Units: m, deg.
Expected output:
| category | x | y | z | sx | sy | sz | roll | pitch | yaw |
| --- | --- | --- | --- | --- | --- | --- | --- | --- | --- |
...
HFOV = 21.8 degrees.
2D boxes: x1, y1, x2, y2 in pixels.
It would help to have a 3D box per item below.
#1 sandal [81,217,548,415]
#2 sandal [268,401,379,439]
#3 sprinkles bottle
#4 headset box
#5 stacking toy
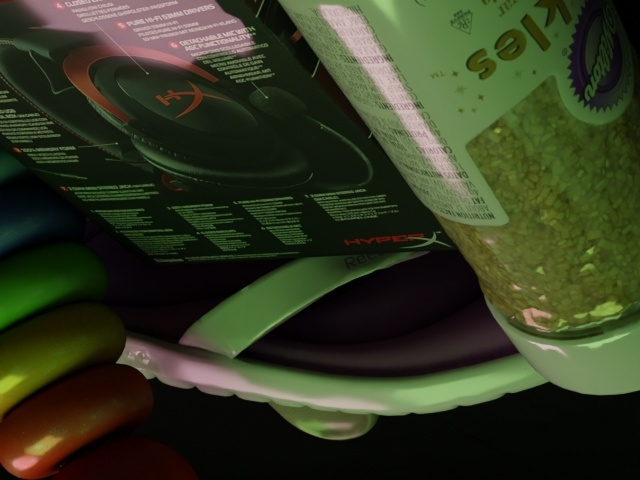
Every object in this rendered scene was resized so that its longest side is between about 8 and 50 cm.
| category | x | y | z | sx | sy | sz | roll | pitch | yaw |
| --- | --- | --- | --- | --- | --- | --- | --- | --- | --- |
| sandal | -0.004 | 0.010 | 0.924 | 0.416 | 0.169 | 0.102 | -4 | 129 | 26 |
| sandal | -0.059 | 0.076 | 1.170 | 0.120 | 0.086 | 0.303 | -8 | 141 | 41 |
| sprinkles bottle | 0.066 | -0.079 | 0.691 | 0.121 | 0.121 | 0.355 | -3 | 140 | 36 |
| headset box | -0.075 | -0.106 | 0.785 | 0.218 | 0.110 | 0.293 | -4 | 148 | 36 |
| stacking toy | -0.165 | 0.045 | 0.903 | 0.141 | 0.330 | 0.141 | -27 | 170 | -5 |
